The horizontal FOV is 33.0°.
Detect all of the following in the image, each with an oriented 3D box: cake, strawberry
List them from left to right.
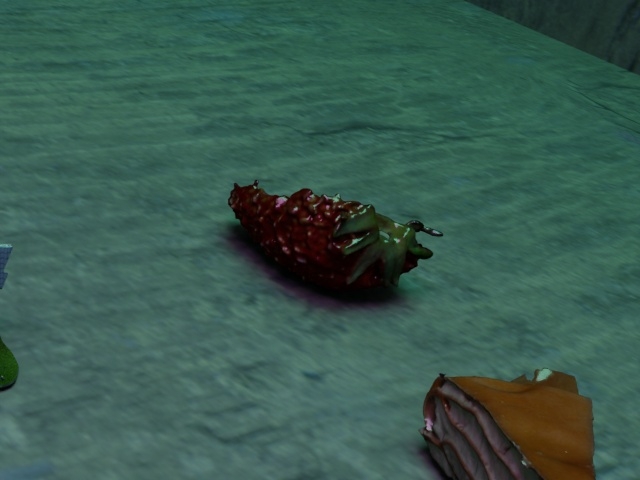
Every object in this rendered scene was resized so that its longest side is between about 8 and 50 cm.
[{"bbox_3d":[0.000,0.005,1.076,0.167,0.087,0.208,22,-11,-37],"label":"strawberry"},{"bbox_3d":[0.141,0.173,0.755,0.135,0.098,0.287,15,19,-3],"label":"cake"}]

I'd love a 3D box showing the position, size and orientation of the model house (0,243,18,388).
[{"bbox_3d":[-0.300,0.043,0.775,0.166,0.088,0.117,2,26,-28],"label":"model house"}]
